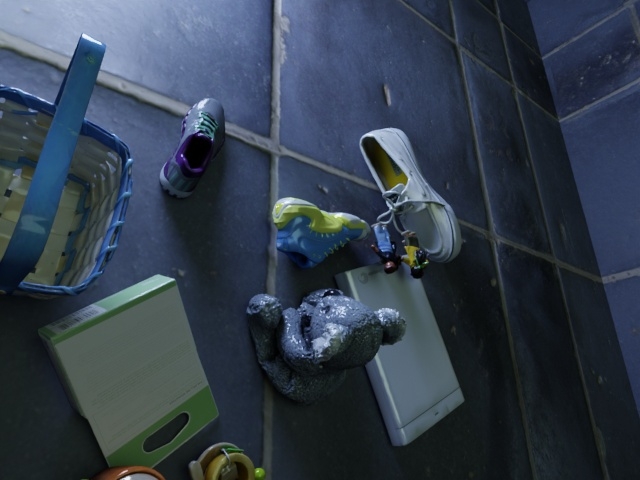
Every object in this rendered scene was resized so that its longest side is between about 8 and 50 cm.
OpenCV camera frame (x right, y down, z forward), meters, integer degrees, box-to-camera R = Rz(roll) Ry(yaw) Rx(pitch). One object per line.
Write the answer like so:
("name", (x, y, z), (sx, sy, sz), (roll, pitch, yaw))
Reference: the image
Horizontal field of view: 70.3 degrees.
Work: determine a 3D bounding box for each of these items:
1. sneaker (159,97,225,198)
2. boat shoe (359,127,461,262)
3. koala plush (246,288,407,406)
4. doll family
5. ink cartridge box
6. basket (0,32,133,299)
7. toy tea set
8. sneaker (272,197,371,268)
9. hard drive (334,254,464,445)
("sneaker", (-0.200, -0.177, 0.794), (0.083, 0.098, 0.223), (29, 55, -28))
("boat shoe", (0.195, -0.103, 1.075), (0.157, 0.136, 0.366), (-17, 80, -44))
("koala plush", (0.019, 0.162, 0.747), (0.196, 0.221, 0.203), (0, 72, -41))
("doll family", (0.172, 0.033, 0.977), (0.193, 0.076, 0.111), (9, 61, -29))
("ink cartridge box", (-0.249, 0.188, 0.626), (0.171, 0.056, 0.234), (-29, 116, -43))
("basket", (-0.318, -0.055, 0.507), (0.201, 0.289, 0.254), (25, 54, -37))
("toy tea set", (-0.149, 0.368, 0.569), (0.336, 0.124, 0.199), (6, 74, -39))
("sneaker", (0.000, 0.000, 0.913), (0.240, 0.091, 0.126), (14, 81, -36))
("hard drive", (0.177, 0.216, 0.979), (0.233, 0.047, 0.352), (-11, 78, -43))
